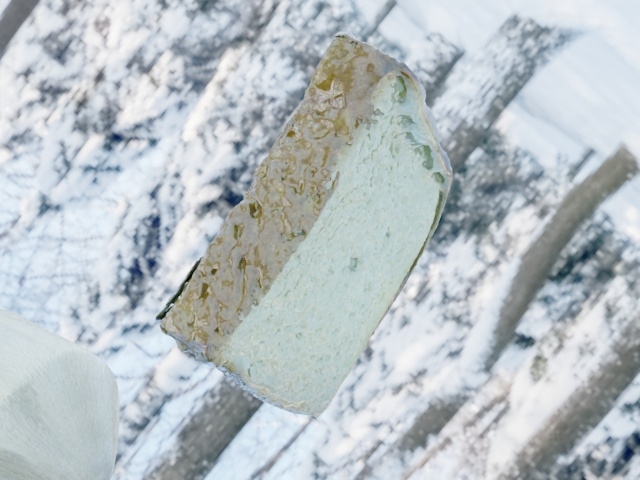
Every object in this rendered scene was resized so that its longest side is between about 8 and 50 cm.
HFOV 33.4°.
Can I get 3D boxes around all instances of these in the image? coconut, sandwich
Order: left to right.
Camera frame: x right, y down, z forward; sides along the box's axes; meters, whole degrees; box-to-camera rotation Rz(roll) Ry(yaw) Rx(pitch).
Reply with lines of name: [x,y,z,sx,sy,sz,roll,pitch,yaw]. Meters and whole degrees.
coconut: [-0.338,0.210,1.168,0.266,0.237,0.237,23,-178,22]
sandwich: [-0.001,0.000,0.814,0.087,0.251,0.226,28,171,29]
